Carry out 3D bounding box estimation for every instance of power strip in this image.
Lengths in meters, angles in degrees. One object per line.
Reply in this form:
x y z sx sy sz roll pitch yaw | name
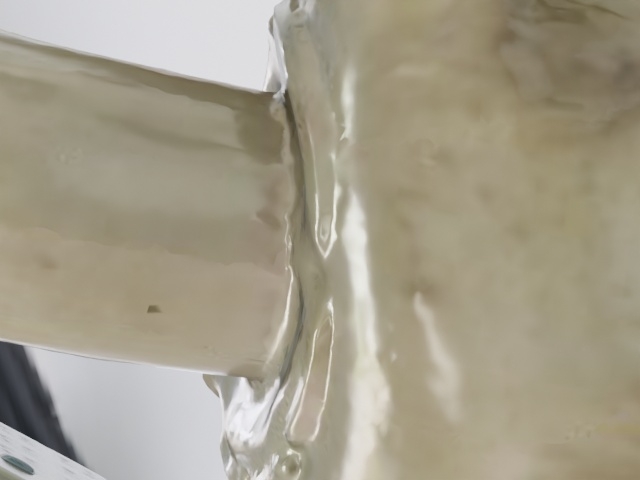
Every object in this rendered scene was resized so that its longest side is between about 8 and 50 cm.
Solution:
-0.190 0.170 1.155 0.046 0.118 0.270 -58 10 -5 | power strip

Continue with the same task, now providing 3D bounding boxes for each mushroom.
0.000 0.000 0.629 0.336 0.314 0.314 11 1 -9 | mushroom
